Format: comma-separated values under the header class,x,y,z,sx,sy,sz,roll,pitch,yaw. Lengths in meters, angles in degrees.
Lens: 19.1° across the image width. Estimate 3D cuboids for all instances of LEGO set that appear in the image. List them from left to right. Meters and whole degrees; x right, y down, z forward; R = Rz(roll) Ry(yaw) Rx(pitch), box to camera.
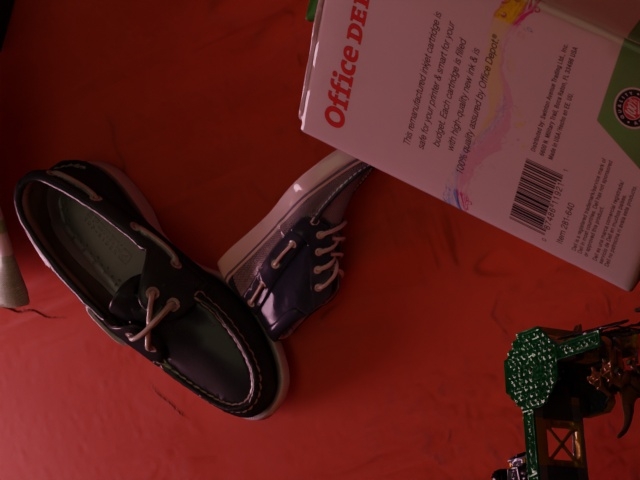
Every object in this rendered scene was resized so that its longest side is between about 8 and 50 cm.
class,x,y,z,sx,sy,sz,roll,pitch,yaw
LEGO set,0.292,0.144,1.318,0.331,0.192,0.255,-36,54,48

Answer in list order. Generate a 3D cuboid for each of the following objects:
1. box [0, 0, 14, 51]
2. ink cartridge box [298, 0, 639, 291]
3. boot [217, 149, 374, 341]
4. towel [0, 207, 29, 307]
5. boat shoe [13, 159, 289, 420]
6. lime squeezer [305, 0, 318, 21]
class,x,y,z,sx,sy,sz,roll,pitch,yaw
box,-0.353,-0.288,1.732,0.153,0.108,0.207,25,107,29
ink cartridge box,0.141,-0.121,1.339,0.278,0.117,0.201,27,135,16
boot,0.000,0.000,1.553,0.086,0.069,0.190,53,127,10
towel,-0.400,-0.093,1.740,0.248,0.038,0.325,4,117,40
boat shoe,-0.152,0.047,1.634,0.302,0.091,0.114,41,114,25
lime squeezer,0.005,-0.337,1.518,0.110,0.059,0.310,-19,83,27
